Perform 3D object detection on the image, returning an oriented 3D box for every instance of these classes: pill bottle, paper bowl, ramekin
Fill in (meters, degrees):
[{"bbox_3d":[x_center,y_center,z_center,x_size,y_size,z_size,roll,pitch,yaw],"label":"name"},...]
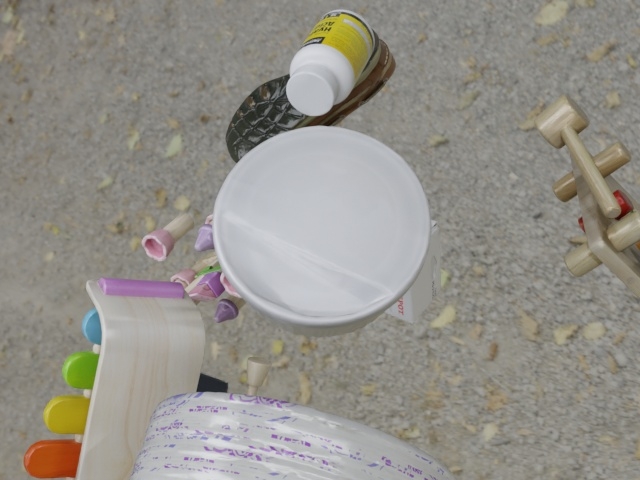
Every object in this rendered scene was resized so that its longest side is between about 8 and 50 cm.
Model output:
[{"bbox_3d":[0.008,-0.172,0.838,0.065,0.065,0.116,-15,32,33],"label":"pill bottle"},{"bbox_3d":[-0.029,0.250,0.736,0.284,0.284,0.148,-7,56,36],"label":"paper bowl"},{"bbox_3d":[0.000,0.000,1.102,0.272,0.127,0.273,1,65,-2],"label":"ramekin"}]

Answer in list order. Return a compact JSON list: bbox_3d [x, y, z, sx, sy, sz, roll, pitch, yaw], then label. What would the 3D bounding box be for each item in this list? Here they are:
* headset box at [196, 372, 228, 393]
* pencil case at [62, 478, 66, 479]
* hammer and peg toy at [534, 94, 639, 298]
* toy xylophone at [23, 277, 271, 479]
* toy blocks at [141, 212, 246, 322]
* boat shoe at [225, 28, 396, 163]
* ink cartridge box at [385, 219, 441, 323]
[{"bbox_3d":[-0.300,0.395,1.632,0.283,0.131,0.246,-45,28,48],"label":"headset box"},{"bbox_3d":[-0.476,0.670,1.770,0.386,0.167,0.160,-100,15,-50],"label":"pencil case"},{"bbox_3d":[0.424,-0.022,1.246,0.127,0.361,0.266,-38,25,31],"label":"hammer and peg toy"},{"bbox_3d":[-0.190,0.205,0.940,0.081,0.236,0.323,25,96,52],"label":"toy xylophone"},{"bbox_3d":[-0.223,0.104,1.790,0.288,0.309,0.260,-15,23,42],"label":"toy blocks"},{"bbox_3d":[-0.011,-0.219,1.411,0.324,0.120,0.123,-31,60,27],"label":"boat shoe"},{"bbox_3d":[0.088,0.023,1.537,0.237,0.172,0.100,20,49,28],"label":"ink cartridge box"}]
